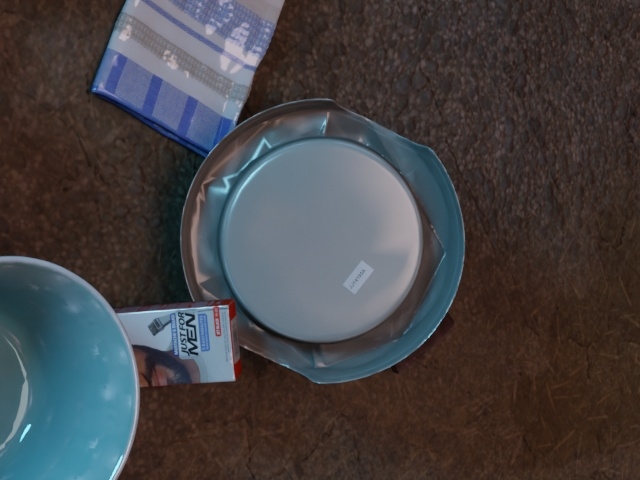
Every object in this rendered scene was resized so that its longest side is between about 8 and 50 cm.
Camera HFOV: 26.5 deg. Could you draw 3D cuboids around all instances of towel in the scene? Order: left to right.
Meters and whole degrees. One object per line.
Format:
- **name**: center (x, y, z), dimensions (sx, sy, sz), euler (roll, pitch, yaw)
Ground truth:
- **towel**: center (-0.151, -0.265, 1.702), dimensions (0.209, 0.034, 0.285), euler (30, 73, -34)

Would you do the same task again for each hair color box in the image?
- **hair color box**: center (-0.183, 0.123, 1.612), dimensions (0.167, 0.053, 0.093), euler (-5, 96, 7)

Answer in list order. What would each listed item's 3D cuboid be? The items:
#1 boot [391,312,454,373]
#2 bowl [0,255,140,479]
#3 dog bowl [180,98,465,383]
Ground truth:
- **boot**: center (0.070, 0.100, 1.846), dimensions (0.248, 0.090, 0.207), euler (-37, 115, -27)
- **bowl**: center (-0.367, 0.169, 1.462), dimensions (0.311, 0.163, 0.312), euler (-2, 93, -38)
- **dog bowl**: center (0.000, 0.000, 1.692), dimensions (0.348, 0.102, 0.349), euler (0, 93, -5)
